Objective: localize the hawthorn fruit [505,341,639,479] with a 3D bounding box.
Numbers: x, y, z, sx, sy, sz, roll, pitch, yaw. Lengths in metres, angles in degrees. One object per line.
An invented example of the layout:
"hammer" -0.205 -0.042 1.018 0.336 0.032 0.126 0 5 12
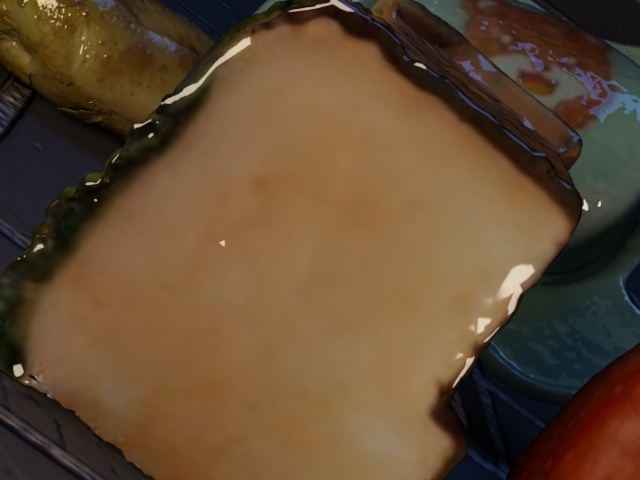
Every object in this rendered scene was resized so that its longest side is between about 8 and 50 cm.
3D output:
"hawthorn fruit" 0.175 0.108 0.720 0.196 0.225 0.196 25 10 -5

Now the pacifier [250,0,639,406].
"pacifier" 0.106 -0.037 1.083 0.343 0.288 0.269 30 -22 8

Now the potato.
"potato" -0.117 -0.103 0.972 0.170 0.080 0.107 25 18 -34

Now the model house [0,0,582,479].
"model house" 0.000 0.000 0.684 0.166 0.183 0.172 40 14 -3
